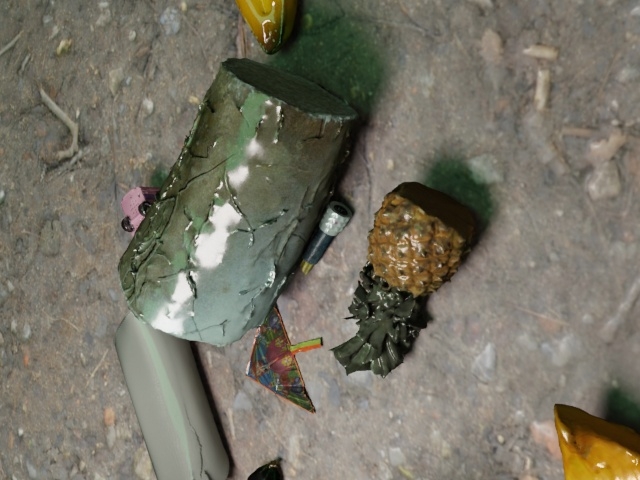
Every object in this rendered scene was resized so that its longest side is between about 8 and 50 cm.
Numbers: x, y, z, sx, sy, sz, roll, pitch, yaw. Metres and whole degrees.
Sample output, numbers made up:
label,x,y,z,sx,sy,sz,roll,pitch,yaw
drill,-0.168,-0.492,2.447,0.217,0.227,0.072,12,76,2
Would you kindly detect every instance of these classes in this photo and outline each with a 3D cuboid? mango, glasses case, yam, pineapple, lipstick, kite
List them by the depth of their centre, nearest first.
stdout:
label,x,y,z,sx,sy,sz,roll,pitch,yaw
pineapple,0.092,0.055,1.225,0.128,0.128,0.248,40,119,32
yam,-0.107,-0.060,1.312,0.241,0.241,0.348,42,114,31
lipstick,0.000,0.000,1.353,0.037,0.037,0.116,51,124,27
mango,-0.077,-0.353,1.392,0.101,0.066,0.187,-16,85,31
kite,-0.056,0.166,1.417,0.159,0.010,0.190,-33,71,35
glasses case,-0.227,0.253,1.515,0.128,0.083,0.308,-34,70,41

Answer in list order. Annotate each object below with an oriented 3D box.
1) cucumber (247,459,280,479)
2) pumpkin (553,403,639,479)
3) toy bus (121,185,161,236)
label,x,y,z,sx,sy,sz,roll,pitch,yaw
cucumber,-0.114,0.449,1.436,0.067,0.067,0.294,26,107,36
pumpkin,0.350,0.334,1.029,0.258,0.095,0.290,11,101,35
toy bus,-0.234,0.013,1.510,0.063,0.090,0.203,-35,68,35
